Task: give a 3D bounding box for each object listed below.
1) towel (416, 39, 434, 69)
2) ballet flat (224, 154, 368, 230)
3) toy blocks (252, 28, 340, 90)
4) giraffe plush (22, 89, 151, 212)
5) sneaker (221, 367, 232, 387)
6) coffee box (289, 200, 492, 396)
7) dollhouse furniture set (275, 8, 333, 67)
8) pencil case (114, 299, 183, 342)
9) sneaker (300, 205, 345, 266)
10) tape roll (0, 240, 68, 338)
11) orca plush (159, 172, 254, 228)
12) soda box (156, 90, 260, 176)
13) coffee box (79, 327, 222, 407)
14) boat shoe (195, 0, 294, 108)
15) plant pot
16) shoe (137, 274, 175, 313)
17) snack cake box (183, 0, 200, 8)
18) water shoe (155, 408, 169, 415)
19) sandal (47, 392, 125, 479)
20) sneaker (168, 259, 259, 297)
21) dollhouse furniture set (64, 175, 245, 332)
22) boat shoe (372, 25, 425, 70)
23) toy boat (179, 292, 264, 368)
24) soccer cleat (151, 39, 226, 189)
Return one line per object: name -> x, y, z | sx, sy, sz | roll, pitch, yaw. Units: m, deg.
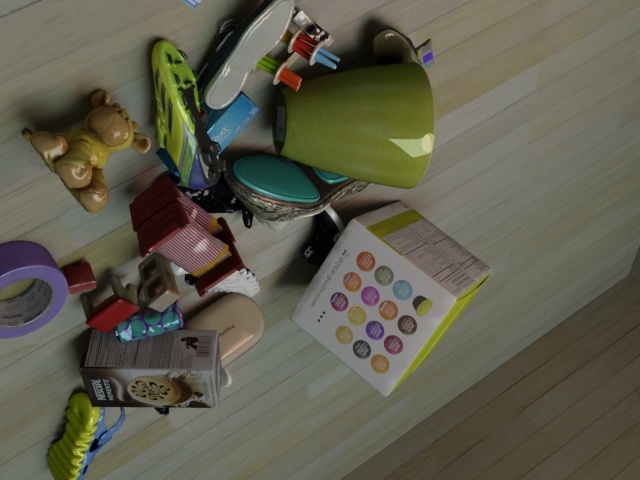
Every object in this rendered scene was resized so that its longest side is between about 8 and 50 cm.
towel -> 0.244, -0.432, 1.927 | 0.060, 0.009, 0.083 | -35, 146, -13
ballet flat -> -0.044, -0.111, 1.841 | 0.483, 0.164, 0.182 | -19, 151, -47
toy blocks -> -0.047, -0.348, 1.588 | 0.123, 0.148, 0.054 | -62, 174, 27
giraffe plush -> -0.393, -0.167, 1.416 | 0.170, 0.210, 0.181 | -41, 123, -12
sneaker -> -0.263, 0.322, 2.132 | 0.085, 0.152, 0.058 | 5, 121, -56
coffee box -> 0.194, 0.141, 2.153 | 0.337, 0.334, 0.338 | -58, 163, 23
dollhouse furniture set -> -0.051, -0.396, 1.609 | 0.114, 0.091, 0.081 | -45, 132, 9
pencil case -> -0.386, 0.181, 1.818 | 0.152, 0.064, 0.070 | -14, 113, -14
sneaker -> 0.000, 0.000, 2.103 | 0.121, 0.079, 0.217 | -37, 148, -11
tape roll -> -0.598, 0.097, 1.589 | 0.189, 0.080, 0.189 | -28, 145, -21
orca plush -> -0.221, -0.074, 1.765 | 0.151, 0.102, 0.287 | -45, 147, 5
soda box -> -0.225, -0.218, 1.628 | 0.210, 0.067, 0.071 | -46, 147, 6
coffee box -> -0.384, 0.297, 1.876 | 0.297, 0.118, 0.168 | 1, 138, -1
boat shoe -> -0.148, -0.366, 1.531 | 0.095, 0.079, 0.254 | 9, 124, -53
plant pot -> 0.054, -0.247, 1.728 | 0.294, 0.274, 0.274 | -1, 133, -17
shoe -> -0.387, 0.136, 1.887 | 0.076, 0.058, 0.219 | -37, 157, -47
snack cake box -> -0.254, -0.497, 1.259 | 0.152, 0.089, 0.264 | -49, 147, 12
water shoe -> -0.357, 0.390, 2.175 | 0.203, 0.080, 0.073 | -36, 147, -9
sandal -> -0.583, 0.507, 2.042 | 0.138, 0.126, 0.317 | -4, 132, -50
sneaker -> -0.249, 0.073, 1.890 | 0.118, 0.110, 0.292 | -55, 140, -6
dollhouse furniture set -> -0.367, 0.063, 1.658 | 0.374, 0.152, 0.201 | -36, 140, 13
boat shoe -> 0.167, -0.422, 1.805 | 0.080, 0.073, 0.223 | -25, 156, 20
toy boat -> -0.257, 0.236, 2.074 | 0.231, 0.151, 0.151 | -34, -176, -26
soccer cleat -> -0.271, -0.224, 1.508 | 0.093, 0.121, 0.289 | -61, 141, -55
